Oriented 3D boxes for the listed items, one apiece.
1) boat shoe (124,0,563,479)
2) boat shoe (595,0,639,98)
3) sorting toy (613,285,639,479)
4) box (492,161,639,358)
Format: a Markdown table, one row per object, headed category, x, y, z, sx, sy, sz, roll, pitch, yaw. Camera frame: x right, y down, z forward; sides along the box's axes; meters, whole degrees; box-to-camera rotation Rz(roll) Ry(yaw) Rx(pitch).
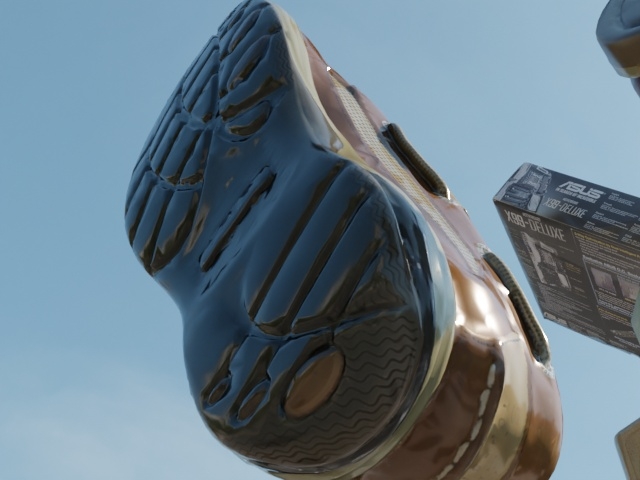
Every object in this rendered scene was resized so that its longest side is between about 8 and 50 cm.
| category | x | y | z | sx | sy | sz | roll | pitch | yaw |
| --- | --- | --- | --- | --- | --- | --- | --- | --- | --- |
| boat shoe | 0.000 | 0.000 | 0.462 | 0.120 | 0.324 | 0.122 | 31 | -71 | -28 |
| boat shoe | 0.207 | -0.098 | 0.417 | 0.111 | 0.307 | 0.104 | -21 | -77 | 45 |
| sorting toy | 0.283 | 0.161 | 0.795 | 0.041 | 0.307 | 0.229 | -1 | -31 | -19 |
| box | 0.375 | 0.047 | 1.315 | 0.307 | 0.076 | 0.242 | 24 | -26 | 46 |
